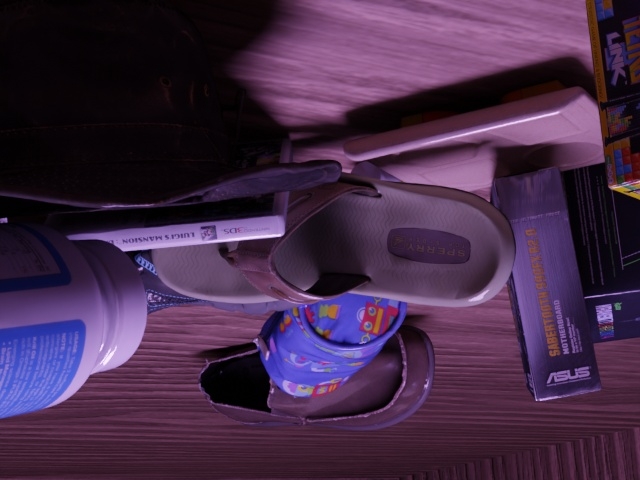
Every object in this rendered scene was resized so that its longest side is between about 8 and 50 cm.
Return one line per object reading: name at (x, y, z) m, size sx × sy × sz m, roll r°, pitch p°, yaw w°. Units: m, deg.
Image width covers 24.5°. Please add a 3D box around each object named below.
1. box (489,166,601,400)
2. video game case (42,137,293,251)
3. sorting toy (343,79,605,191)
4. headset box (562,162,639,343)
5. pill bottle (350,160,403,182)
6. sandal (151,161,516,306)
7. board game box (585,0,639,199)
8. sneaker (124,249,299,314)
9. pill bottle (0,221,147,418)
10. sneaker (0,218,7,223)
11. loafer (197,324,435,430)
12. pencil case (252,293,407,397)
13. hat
box at (0.190, 0.039, 1.272) m, size 0.056 × 0.183 × 0.231 m, roll -12°, pitch 177°, yaw 5°
video game case at (-0.110, -0.034, 1.108) m, size 0.173 × 0.022 × 0.190 m, roll -6°, pitch -161°, yaw 3°
sorting toy at (0.144, -0.082, 1.189) m, size 0.193 × 0.038 × 0.208 m, roll -12°, pitch 168°, yaw 25°
headset box at (0.376, -0.001, 1.361) m, size 0.283 × 0.131 × 0.246 m, roll -8°, pitch 165°, yaw 10°
pill bottle at (0.056, -0.044, 1.275) m, size 0.043 × 0.043 × 0.083 m, roll -12°, pitch 164°, yaw 25°
sandal at (0.001, -0.001, 1.173) m, size 0.302 × 0.120 × 0.086 m, roll 1°, pitch -169°, yaw 20°
board game box at (0.243, -0.089, 0.973) m, size 0.048 × 0.141 × 0.170 m, roll -15°, pitch 162°, yaw 37°
sneaker at (-0.168, 0.011, 1.315) m, size 0.341 × 0.125 × 0.140 m, roll -13°, pitch 155°, yaw -2°
pill bottle at (-0.214, 0.052, 0.919) m, size 0.124 × 0.124 × 0.221 m, roll -15°, pitch 174°, yaw 35°
sneaker at (-0.404, 0.010, 1.225) m, size 0.268 × 0.101 × 0.153 m, roll -1°, pitch 162°, yaw -23°
loafer at (-0.015, 0.188, 1.939) m, size 0.366 × 0.134 × 0.130 m, roll -16°, pitch 161°, yaw 36°
pencil case at (0.004, 0.089, 1.610) m, size 0.133 × 0.119 × 0.306 m, roll 0°, pitch 164°, yaw -9°
hat at (-0.144, -0.082, 0.909) m, size 0.331 × 0.134 × 0.331 m, roll -3°, pitch -178°, yaw 0°
